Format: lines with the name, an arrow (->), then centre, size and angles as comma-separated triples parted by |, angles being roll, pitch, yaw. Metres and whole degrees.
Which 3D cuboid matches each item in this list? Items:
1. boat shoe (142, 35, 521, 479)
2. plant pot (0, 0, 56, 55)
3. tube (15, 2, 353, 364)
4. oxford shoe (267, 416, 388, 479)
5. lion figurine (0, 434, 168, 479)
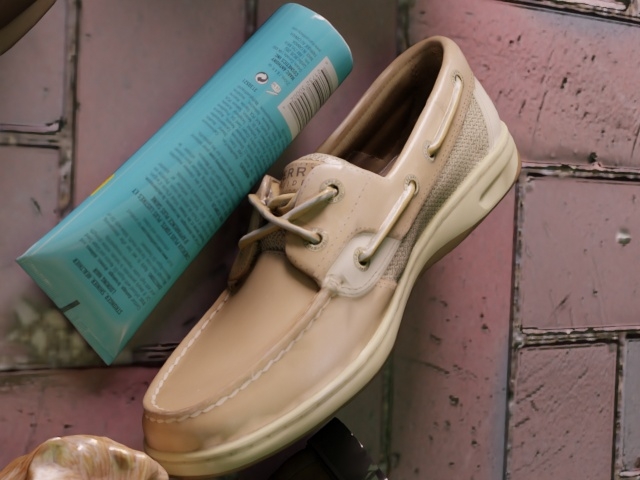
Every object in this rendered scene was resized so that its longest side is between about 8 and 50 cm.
boat shoe -> 0.000, 0.000, 0.738 | 0.302, 0.109, 0.098 | -46, 122, -34
plant pot -> -0.162, -0.198, 0.485 | 0.323, 0.280, 0.323 | -4, 97, -39
tube -> -0.064, -0.036, 0.725 | 0.207, 0.052, 0.080 | -50, 122, -20
oxford shoe -> 0.026, 0.209, 0.804 | 0.096, 0.083, 0.227 | -37, 116, -10
lion figurine -> -0.073, 0.275, 0.701 | 0.392, 0.142, 0.240 | 51, 54, -45
